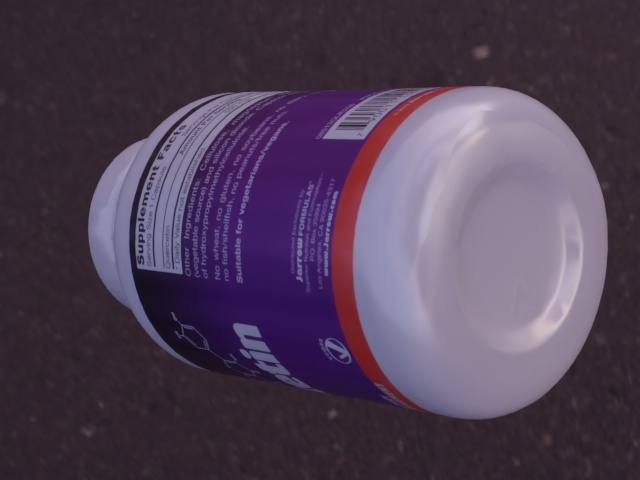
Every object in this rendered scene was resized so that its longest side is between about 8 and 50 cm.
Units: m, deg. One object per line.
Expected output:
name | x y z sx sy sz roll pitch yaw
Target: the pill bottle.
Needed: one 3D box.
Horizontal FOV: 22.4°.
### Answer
pill bottle | 0.000 0.000 0.972 0.323 0.181 0.181 4 53 49
